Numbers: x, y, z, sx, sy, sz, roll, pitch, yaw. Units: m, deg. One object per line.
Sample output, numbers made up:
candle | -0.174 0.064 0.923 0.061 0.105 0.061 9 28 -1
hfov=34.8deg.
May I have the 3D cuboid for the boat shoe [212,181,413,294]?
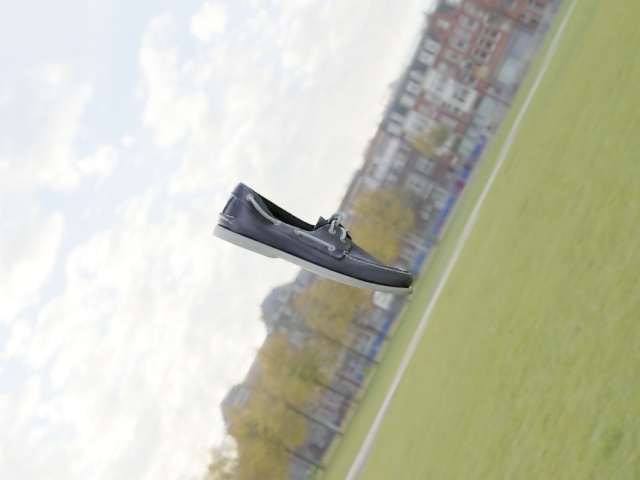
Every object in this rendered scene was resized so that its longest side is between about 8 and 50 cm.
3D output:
boat shoe | 0.000 0.000 0.999 0.075 0.206 0.065 -176 105 -89
